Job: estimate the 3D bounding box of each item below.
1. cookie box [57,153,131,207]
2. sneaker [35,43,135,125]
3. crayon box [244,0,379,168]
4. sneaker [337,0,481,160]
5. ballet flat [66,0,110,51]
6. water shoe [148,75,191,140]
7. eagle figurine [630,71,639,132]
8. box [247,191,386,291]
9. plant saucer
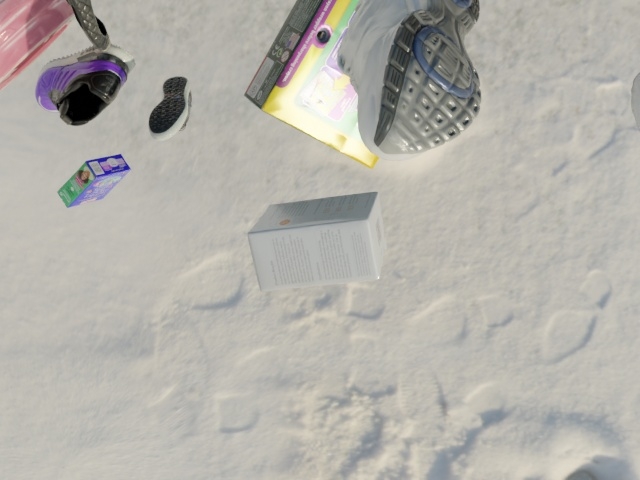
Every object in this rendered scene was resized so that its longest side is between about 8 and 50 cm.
[{"bbox_3d":[-0.421,-0.111,1.412,0.040,0.107,0.092,57,33,5],"label":"cookie box"},{"bbox_3d":[-0.508,-0.295,1.547,0.102,0.293,0.146,35,56,-39],"label":"sneaker"},{"bbox_3d":[0.071,-0.373,1.547,0.313,0.106,0.363,23,104,-38],"label":"crayon box"},{"bbox_3d":[0.075,-0.168,0.713,0.111,0.129,0.297,45,39,-25],"label":"sneaker"},{"bbox_3d":[-0.337,-0.336,1.116,0.049,0.173,0.057,-30,72,-9],"label":"ballet flat"},{"bbox_3d":[-0.285,-0.246,1.504,0.072,0.080,0.203,-3,43,8],"label":"water shoe"},{"bbox_3d":[0.240,-0.176,0.370,0.298,0.226,0.225,31,57,-47],"label":"eagle figurine"},{"bbox_3d":[0.000,0.000,1.077,0.170,0.130,0.091,-7,109,14],"label":"box"},{"bbox_3d":[-0.537,-0.341,1.313,0.084,0.332,0.332,48,64,-20],"label":"plant saucer"}]
